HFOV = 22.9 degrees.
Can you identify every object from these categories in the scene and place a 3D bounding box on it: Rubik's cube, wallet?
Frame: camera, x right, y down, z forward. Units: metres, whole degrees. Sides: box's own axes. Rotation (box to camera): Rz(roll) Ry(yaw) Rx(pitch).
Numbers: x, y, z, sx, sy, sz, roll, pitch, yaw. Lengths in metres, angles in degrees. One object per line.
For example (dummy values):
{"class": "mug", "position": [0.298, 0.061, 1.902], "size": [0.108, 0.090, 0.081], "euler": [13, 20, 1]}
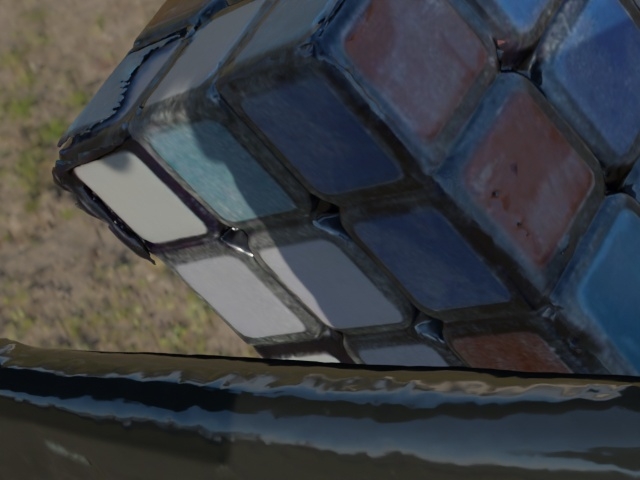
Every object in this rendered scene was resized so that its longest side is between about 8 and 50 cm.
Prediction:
{"class": "Rubik's cube", "position": [0.086, -0.098, 1.155], "size": [0.363, 0.362, 0.359], "euler": [-14, 34, 51]}
{"class": "wallet", "position": [0.026, 0.138, 0.627], "size": [0.406, 0.228, 0.062], "euler": [0, 36, 41]}
